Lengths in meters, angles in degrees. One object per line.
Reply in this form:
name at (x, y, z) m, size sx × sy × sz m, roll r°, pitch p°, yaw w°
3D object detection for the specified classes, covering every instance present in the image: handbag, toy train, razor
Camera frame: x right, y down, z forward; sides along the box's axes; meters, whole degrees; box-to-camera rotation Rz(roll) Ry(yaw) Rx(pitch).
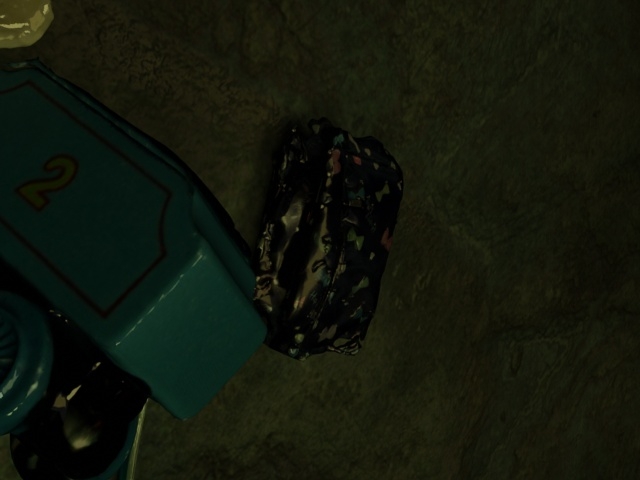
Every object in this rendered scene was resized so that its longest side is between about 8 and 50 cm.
handbag at (0.000, 0.000, 1.213) m, size 0.162 × 0.113 × 0.260 m, roll 15°, pitch 88°, yaw -56°
toy train at (-0.212, 0.021, 0.840) m, size 0.265 × 0.300 × 0.188 m, roll -47°, pitch 148°, yaw -11°
razor at (-0.186, 0.216, 1.121) m, size 0.068 × 0.037 × 0.191 m, roll -87°, pitch -169°, yaw -83°

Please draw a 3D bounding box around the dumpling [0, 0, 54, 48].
dumpling at (-0.292, -0.239, 0.808) m, size 0.166 × 0.126 × 0.216 m, roll -29°, pitch 126°, yaw -22°
